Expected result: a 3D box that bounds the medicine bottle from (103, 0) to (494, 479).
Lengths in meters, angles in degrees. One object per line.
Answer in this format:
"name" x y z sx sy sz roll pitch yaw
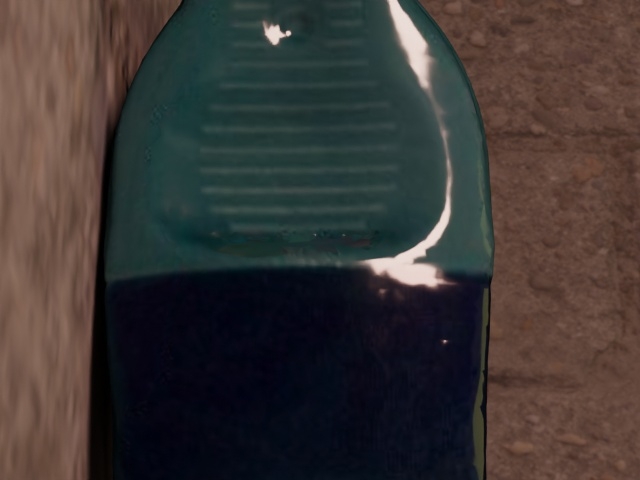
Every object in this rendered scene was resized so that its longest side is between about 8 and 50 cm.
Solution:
"medicine bottle" 0.000 0.000 0.443 0.258 0.079 0.124 -16 103 -87
